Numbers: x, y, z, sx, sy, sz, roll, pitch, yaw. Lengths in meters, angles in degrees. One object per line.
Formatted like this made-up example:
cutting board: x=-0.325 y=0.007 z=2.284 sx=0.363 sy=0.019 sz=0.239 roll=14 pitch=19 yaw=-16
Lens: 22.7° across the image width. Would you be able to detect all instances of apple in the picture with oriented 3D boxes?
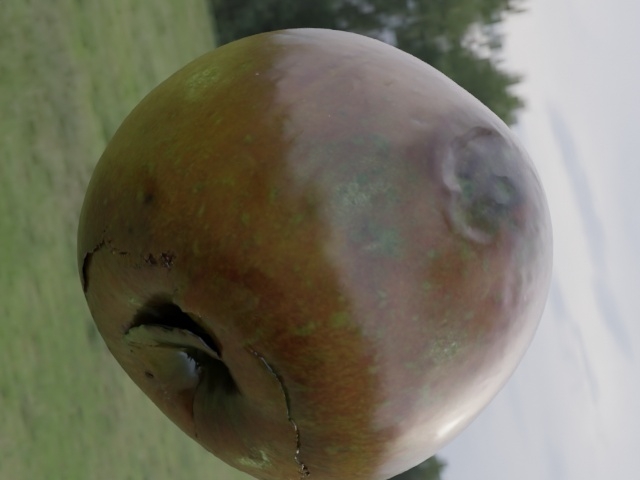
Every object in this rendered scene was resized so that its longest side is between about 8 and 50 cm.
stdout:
apple: x=0.000 y=0.000 z=0.381 sx=0.114 sy=0.102 sz=0.099 roll=10 pitch=-48 yaw=49
